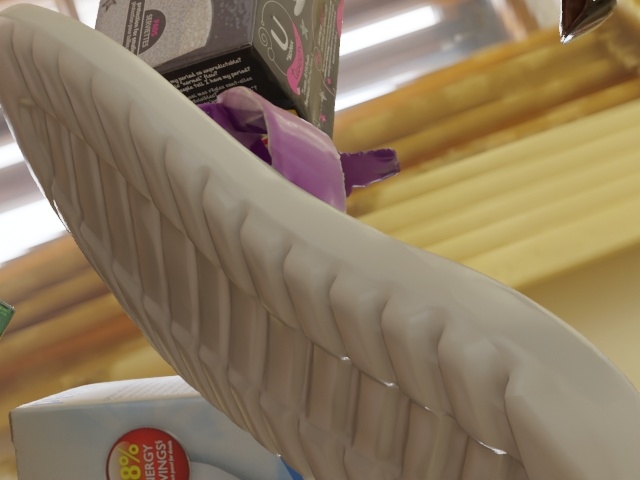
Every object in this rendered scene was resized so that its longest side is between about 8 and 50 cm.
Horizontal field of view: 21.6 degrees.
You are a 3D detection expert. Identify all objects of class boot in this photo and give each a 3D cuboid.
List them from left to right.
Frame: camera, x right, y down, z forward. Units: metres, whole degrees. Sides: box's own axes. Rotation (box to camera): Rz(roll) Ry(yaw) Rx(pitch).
[{"bbox_3d":[0.158,-0.201,1.140,0.114,0.037,0.106,58,-19,16],"label":"boot"}]

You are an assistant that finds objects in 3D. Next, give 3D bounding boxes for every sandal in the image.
[{"bbox_3d":[0.001,0.012,0.692,0.416,0.102,0.169,37,-33,39],"label":"sandal"}]

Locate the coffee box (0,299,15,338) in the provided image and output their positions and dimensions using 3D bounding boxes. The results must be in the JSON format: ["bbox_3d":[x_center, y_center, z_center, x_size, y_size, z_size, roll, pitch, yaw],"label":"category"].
[{"bbox_3d":[-0.279,0.130,1.166,0.113,0.040,0.184,-54,-171,40],"label":"coffee box"}]

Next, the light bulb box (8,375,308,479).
[{"bbox_3d":[-0.038,0.284,1.370,0.225,0.361,0.358,1,83,-81],"label":"light bulb box"}]

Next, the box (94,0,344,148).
[{"bbox_3d":[-0.084,-0.184,1.381,0.142,0.163,0.247,53,32,-42],"label":"box"}]
